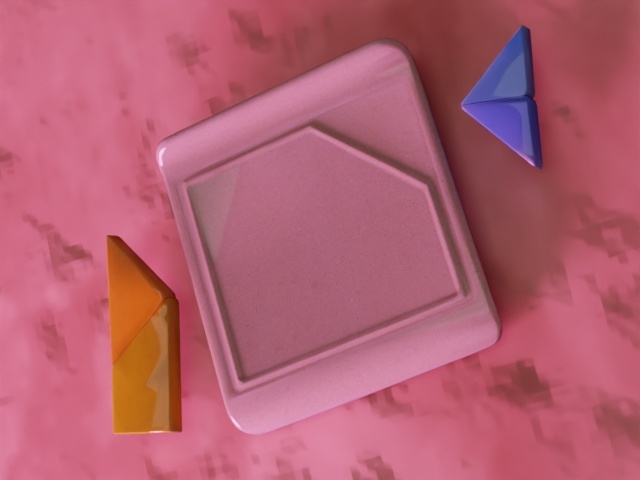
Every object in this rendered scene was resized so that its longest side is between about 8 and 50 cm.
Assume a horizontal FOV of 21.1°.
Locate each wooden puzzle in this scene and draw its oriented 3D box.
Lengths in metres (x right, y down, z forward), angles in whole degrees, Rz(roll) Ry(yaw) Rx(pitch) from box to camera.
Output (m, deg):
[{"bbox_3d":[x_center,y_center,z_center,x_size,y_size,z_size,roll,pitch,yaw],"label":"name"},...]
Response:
[{"bbox_3d":[0.000,0.000,0.386,0.116,0.014,0.078,-16,79,22],"label":"wooden puzzle"}]
